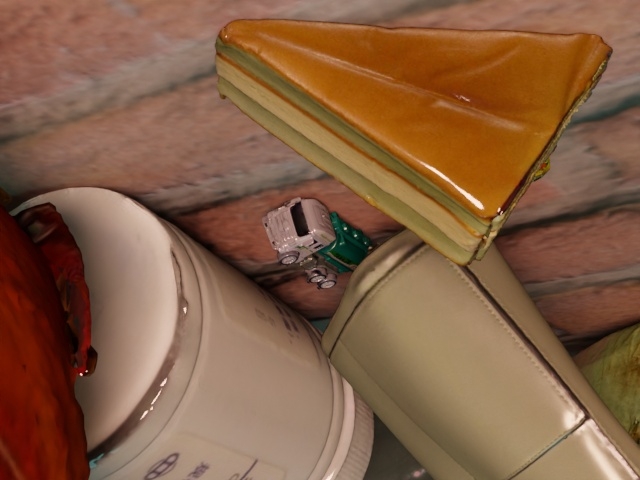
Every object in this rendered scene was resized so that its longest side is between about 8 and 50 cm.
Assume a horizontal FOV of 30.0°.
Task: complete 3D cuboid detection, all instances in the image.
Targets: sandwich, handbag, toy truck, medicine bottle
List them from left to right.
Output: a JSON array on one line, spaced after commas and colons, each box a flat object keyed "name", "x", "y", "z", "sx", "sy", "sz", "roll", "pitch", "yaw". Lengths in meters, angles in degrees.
[{"name": "medicine bottle", "x": -0.099, "y": 0.107, "z": 0.848, "sx": 0.189, "sy": 0.190, "sz": 0.332, "roll": -8, "pitch": 157, "yaw": 21}, {"name": "toy truck", "x": 0.000, "y": 0.000, "z": 0.783, "sx": 0.044, "sy": 0.039, "sz": 0.083, "roll": -27, "pitch": 152, "yaw": 18}, {"name": "sandwich", "x": 0.044, "y": -0.083, "z": 0.598, "sx": 0.163, "sy": 0.113, "sz": 0.079, "roll": 34, "pitch": 161, "yaw": 9}, {"name": "handbag", "x": 0.137, "y": 0.134, "z": 0.780, "sx": 0.109, "sy": 0.315, "sz": 0.241, "roll": -37, "pitch": 168, "yaw": -19}]

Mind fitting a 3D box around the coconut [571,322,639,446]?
[{"name": "coconut", "x": 0.302, "y": 0.195, "z": 0.950, "sx": 0.328, "sy": 0.281, "sz": 0.328, "roll": 0, "pitch": -165, "yaw": 0}]

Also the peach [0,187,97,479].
[{"name": "peach", "x": -0.287, "y": 0.077, "z": 0.541, "sx": 0.339, "sy": 0.353, "sz": 0.416, "roll": -37, "pitch": -169, "yaw": 5}]

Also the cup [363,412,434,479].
[{"name": "cup", "x": 0.064, "y": 0.224, "z": 1.203, "sx": 0.150, "sy": 0.199, "sz": 0.199, "roll": -14, "pitch": 162, "yaw": -13}]

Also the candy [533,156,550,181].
[{"name": "candy", "x": 0.113, "y": -0.038, "z": 0.711, "sx": 0.023, "sy": 0.025, "sz": 0.083, "roll": 46, "pitch": 163, "yaw": 2}]
